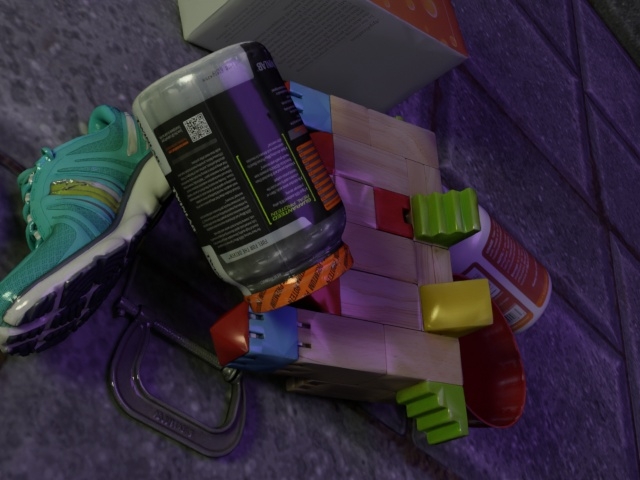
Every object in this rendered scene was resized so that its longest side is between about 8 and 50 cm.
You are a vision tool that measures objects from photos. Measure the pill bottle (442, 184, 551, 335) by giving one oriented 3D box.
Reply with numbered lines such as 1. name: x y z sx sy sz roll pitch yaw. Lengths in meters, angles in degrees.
1. pill bottle: 0.192 0.024 1.046 0.216 0.121 0.121 40 41 -28

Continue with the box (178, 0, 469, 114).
1. box: 0.000 -0.321 1.003 0.345 0.168 0.215 12 58 -47

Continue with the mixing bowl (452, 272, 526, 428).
1. mixing bowl: 0.144 0.139 0.928 0.181 0.098 0.181 31 44 -36

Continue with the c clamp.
1. c clamp: -0.117 0.104 0.693 0.161 0.022 0.137 42 39 -24

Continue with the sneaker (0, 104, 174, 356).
1. sneaker: -0.193 -0.017 0.641 0.110 0.107 0.275 31 36 -9

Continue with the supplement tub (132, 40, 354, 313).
1. supplement tub: -0.055 -0.047 0.632 0.117 0.117 0.190 -35 102 -55

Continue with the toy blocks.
1. toy blocks: 0.000 0.000 0.804 0.261 0.191 0.381 14 60 -31
